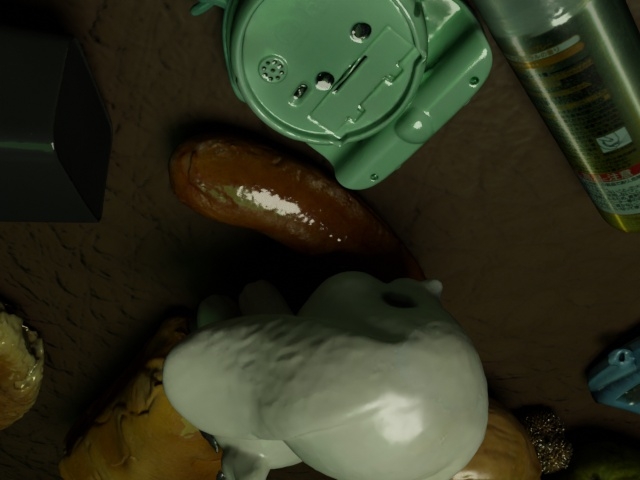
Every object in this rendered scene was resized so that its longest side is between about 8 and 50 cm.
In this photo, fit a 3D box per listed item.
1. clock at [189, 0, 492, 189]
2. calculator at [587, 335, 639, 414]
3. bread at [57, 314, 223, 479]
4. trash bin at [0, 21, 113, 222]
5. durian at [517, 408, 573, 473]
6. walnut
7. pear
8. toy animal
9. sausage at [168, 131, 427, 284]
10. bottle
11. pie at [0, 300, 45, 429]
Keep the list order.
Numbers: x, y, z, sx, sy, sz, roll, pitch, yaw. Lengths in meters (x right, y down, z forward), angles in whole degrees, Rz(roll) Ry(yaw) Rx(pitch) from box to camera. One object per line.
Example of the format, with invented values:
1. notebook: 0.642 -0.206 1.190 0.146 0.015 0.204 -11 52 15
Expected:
1. clock: 0.001 -0.140 0.433 0.210 0.066 0.159 29 126 -22
2. calculator: 0.454 0.164 0.695 0.292 0.051 0.173 17 140 -13
3. bread: -0.181 0.238 0.725 0.195 0.149 0.344 28 128 -21
4. trash bin: -0.281 -0.085 0.432 0.225 0.115 0.165 3 162 -7
5. durian: 0.282 0.255 0.770 0.080 0.080 0.091 -7 158 8
6. walnut: 0.148 0.273 0.721 0.221 0.195 0.195 -9 132 21
7. pear: 0.388 0.377 0.799 0.212 0.212 0.269 -17 136 16
8. toy animal: -0.007 0.128 0.515 0.249 0.174 0.289 18 148 -6
9. sausage: 0.003 -0.003 0.549 0.102 0.076 0.302 -35 123 28
10. bottle: 0.190 -0.120 0.433 0.082 0.082 0.286 -29 126 25
11. pie: -0.478 0.121 0.679 0.339 0.083 0.340 0 130 0
